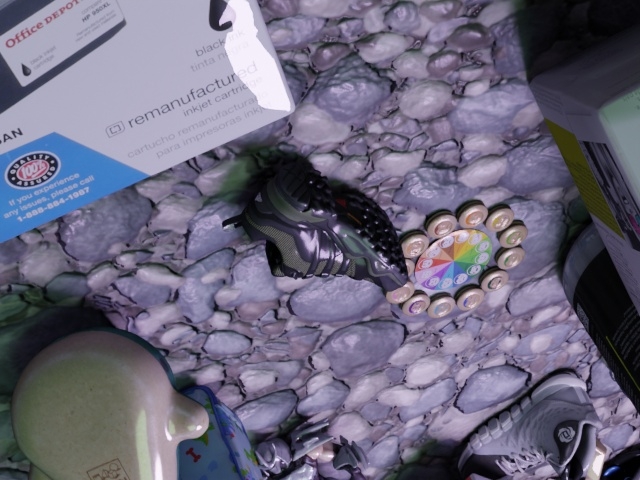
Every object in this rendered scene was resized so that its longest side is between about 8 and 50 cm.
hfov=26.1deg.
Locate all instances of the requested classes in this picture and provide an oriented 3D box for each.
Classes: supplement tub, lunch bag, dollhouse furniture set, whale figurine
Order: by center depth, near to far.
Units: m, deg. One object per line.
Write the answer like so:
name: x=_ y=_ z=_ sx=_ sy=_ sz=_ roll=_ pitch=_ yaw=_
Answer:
whale figurine: x=-0.210 y=0.219 z=1.476 sx=0.216 sy=0.141 sz=0.272 roll=-26 pitch=98 yaw=12
lunch bag: x=-0.156 y=0.290 z=1.575 sx=0.176 sy=0.219 sz=0.090 roll=-31 pitch=138 yaw=7
supplement tub: x=0.441 y=0.120 z=1.610 sx=0.207 sy=0.338 sz=0.207 roll=-14 pitch=139 yaw=-13
dollhouse furniture set: x=0.376 y=0.335 z=2.051 sx=0.081 sy=0.091 sz=0.114 roll=15 pitch=109 yaw=13

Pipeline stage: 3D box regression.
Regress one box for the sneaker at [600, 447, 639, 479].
sneaker: x=0.457 y=0.396 z=2.110 sx=0.121 sy=0.079 sz=0.217 roll=15 pitch=116 yaw=-33

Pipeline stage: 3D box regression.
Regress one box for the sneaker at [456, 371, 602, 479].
sneaker: x=0.287 y=0.292 z=1.866 sx=0.086 sy=0.132 sz=0.228 roll=23 pitch=119 yaw=-41

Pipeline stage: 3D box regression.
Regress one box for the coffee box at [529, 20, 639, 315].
coffee box: x=0.443 y=-0.071 z=1.319 sx=0.338 sy=0.338 sz=0.334 roll=-27 pitch=100 yaw=2

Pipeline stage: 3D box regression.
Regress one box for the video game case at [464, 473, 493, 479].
video game case: x=0.179 y=0.441 z=1.924 sx=0.204 sy=0.025 sz=0.285 roll=25 pitch=117 yaw=-40

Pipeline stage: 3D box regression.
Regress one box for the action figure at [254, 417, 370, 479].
action figure: x=-0.003 y=0.331 z=1.790 sx=0.185 sy=0.099 sz=0.285 roll=-26 pitch=136 yaw=19

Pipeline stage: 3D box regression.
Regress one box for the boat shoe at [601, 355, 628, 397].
boat shoe: x=0.478 y=0.107 z=1.812 sx=0.254 sy=0.079 sz=0.095 roll=-44 pitch=135 yaw=20

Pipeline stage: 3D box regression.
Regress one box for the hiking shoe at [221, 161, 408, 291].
hiking shoe: x=0.000 y=0.000 z=1.475 sx=0.114 sy=0.086 sz=0.227 roll=-31 pitch=135 yaw=26

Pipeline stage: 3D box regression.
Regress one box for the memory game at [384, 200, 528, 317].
memory game: x=0.159 y=0.026 z=1.619 sx=0.186 sy=0.012 sz=0.186 roll=-14 pitch=138 yaw=-13

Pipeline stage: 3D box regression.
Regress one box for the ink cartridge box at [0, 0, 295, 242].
ink cartridge box: x=-0.218 y=-0.223 z=1.056 sx=0.285 sy=0.166 sz=0.395 roll=-24 pitch=138 yaw=-2
